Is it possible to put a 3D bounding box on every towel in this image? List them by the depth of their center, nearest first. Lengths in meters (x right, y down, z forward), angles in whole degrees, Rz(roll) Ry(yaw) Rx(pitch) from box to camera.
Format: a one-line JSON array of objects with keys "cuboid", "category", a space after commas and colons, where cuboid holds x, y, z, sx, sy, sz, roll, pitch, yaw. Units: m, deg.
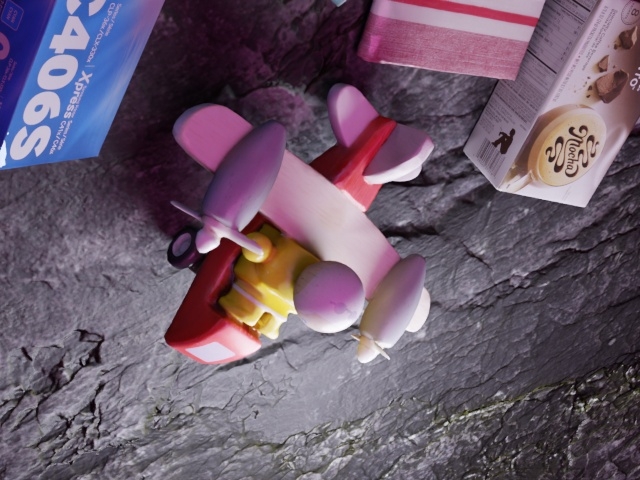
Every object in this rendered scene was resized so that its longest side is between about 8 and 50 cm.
[{"cuboid": [0.193, -0.365, 1.064, 0.237, 0.037, 0.329, 3, 122, -23], "category": "towel"}]

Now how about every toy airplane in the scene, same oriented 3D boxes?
[{"cuboid": [0.000, 0.000, 1.096, 0.386, 0.272, 0.384, -6, 126, -20], "category": "toy airplane"}]

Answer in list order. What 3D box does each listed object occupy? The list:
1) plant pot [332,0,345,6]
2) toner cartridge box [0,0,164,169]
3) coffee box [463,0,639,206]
[{"cuboid": [0.033, -0.388, 0.770, 0.196, 0.293, 0.293, 37, 106, -12], "category": "plant pot"}, {"cuboid": [-0.243, -0.240, 0.881, 0.348, 0.075, 0.165, -60, 164, 24], "category": "toner cartridge box"}, {"cuboid": [0.350, -0.209, 1.195, 0.168, 0.119, 0.297, 9, 121, -28], "category": "coffee box"}]
